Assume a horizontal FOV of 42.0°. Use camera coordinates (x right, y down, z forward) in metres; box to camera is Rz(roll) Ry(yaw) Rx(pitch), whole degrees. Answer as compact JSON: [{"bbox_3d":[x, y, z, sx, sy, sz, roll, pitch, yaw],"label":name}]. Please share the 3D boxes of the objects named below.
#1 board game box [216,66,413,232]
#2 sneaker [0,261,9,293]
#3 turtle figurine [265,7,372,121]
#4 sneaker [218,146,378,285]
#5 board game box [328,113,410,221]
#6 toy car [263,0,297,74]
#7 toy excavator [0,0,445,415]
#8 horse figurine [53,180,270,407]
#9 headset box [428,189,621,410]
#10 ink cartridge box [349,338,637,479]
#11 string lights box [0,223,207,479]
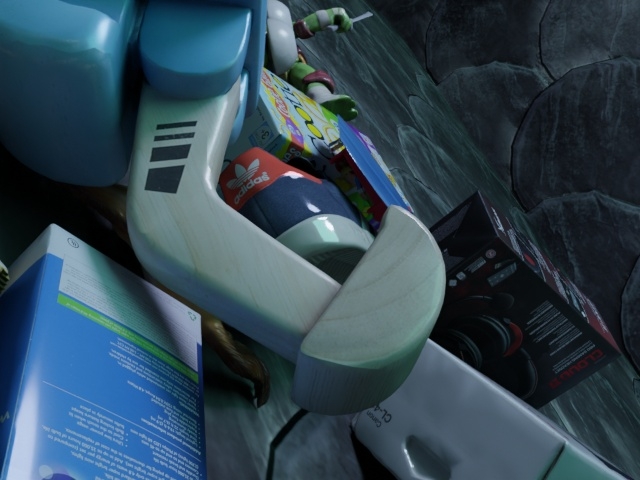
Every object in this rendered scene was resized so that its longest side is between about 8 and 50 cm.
[{"bbox_3d":[-0.038,-0.079,0.971,0.275,0.142,0.144,23,32,-52],"label":"board game box"},{"bbox_3d":[-0.269,-0.007,0.468,0.084,0.069,0.185,51,11,30],"label":"sneaker"},{"bbox_3d":[0.009,-0.253,1.318,0.275,0.198,0.266,25,35,-43],"label":"turtle figurine"},{"bbox_3d":[0.000,0.000,0.854,0.148,0.131,0.350,56,3,21],"label":"sneaker"},{"bbox_3d":[0.046,-0.056,0.850,0.133,0.033,0.168,51,13,-16],"label":"board game box"},{"bbox_3d":[-0.111,-0.250,1.168,0.182,0.159,0.136,-101,-178,-55],"label":"toy car"},{"bbox_3d":[-0.126,-0.106,0.633,0.433,0.222,0.444,8,58,-2],"label":"toy excavator"},{"bbox_3d":[-0.118,0.023,0.730,0.263,0.066,0.174,53,12,19],"label":"horse figurine"},{"bbox_3d":[0.218,0.113,1.063,0.293,0.218,0.110,40,22,-26],"label":"headset box"},{"bbox_3d":[0.214,0.246,0.839,0.306,0.131,0.226,37,-1,-36],"label":"ink cartridge box"},{"bbox_3d":[-0.138,0.119,0.489,0.133,0.077,0.259,37,23,-30],"label":"string lights box"}]
